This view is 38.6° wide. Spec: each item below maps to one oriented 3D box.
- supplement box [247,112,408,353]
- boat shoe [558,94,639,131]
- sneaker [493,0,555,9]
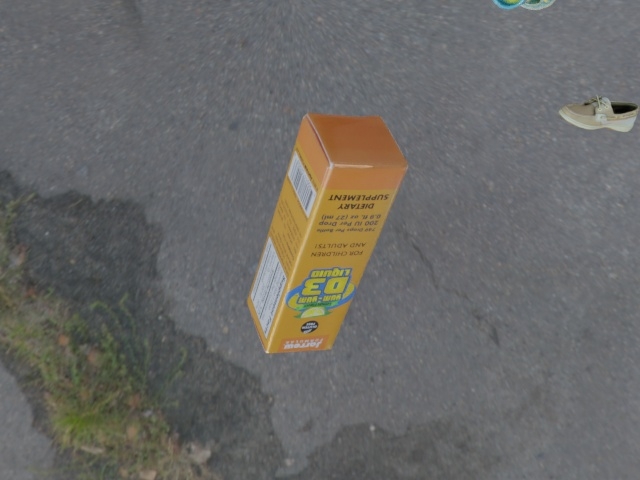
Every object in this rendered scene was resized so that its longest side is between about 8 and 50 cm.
[{"bbox_3d":[0.000,0.000,0.828,0.078,0.080,0.233,-2,135,-24],"label":"supplement box"},{"bbox_3d":[0.418,-0.195,1.369,0.135,0.050,0.045,-1,132,-27],"label":"boat shoe"},{"bbox_3d":[0.306,-0.350,1.141,0.319,0.127,0.208,27,86,-40],"label":"sneaker"}]
